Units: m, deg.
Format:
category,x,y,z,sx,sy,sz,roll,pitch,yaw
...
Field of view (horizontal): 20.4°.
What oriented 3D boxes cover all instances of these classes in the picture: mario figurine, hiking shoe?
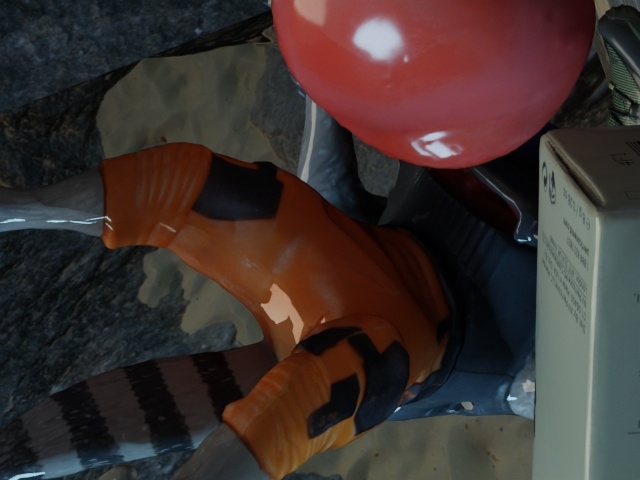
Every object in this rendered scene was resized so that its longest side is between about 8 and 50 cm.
category,x,y,z,sx,sy,sz,roll,pitch,yaw
mario figurine,0.058,-0.156,0.716,0.170,0.198,0.320,31,-155,3
hiking shoe,0.233,-0.059,1.316,0.086,0.114,0.227,-77,-34,-76

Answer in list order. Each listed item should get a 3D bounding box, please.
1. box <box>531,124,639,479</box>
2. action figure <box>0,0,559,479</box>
category,x,y,z,sx,sy,sz,roll,pitch,yaw
box,0.133,0.101,0.619,0.094,0.113,0.275,-107,16,-70
action figure,0.000,0.000,0.784,0.341,0.330,0.178,50,133,42
